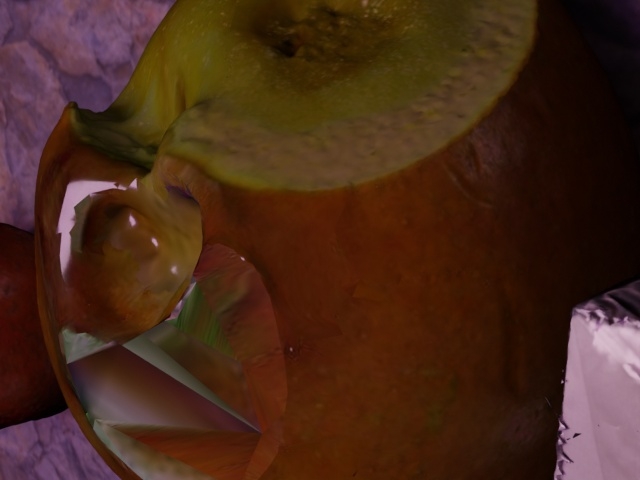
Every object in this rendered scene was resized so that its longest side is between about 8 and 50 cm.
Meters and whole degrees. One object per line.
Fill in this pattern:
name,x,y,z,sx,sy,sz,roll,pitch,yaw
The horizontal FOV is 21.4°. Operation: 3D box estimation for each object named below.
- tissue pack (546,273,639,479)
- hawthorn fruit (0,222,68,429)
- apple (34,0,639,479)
tissue pack,0.274,0.098,0.737,0.198,0.370,0.210,19,115,41
hawthorn fruit,-0.271,0.064,1.416,0.169,0.169,0.188,7,104,43
apple,0.000,0.000,1.000,0.374,0.374,0.384,-27,83,45
